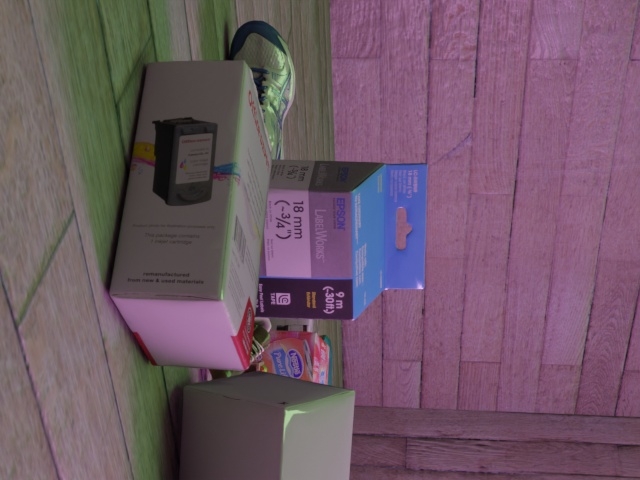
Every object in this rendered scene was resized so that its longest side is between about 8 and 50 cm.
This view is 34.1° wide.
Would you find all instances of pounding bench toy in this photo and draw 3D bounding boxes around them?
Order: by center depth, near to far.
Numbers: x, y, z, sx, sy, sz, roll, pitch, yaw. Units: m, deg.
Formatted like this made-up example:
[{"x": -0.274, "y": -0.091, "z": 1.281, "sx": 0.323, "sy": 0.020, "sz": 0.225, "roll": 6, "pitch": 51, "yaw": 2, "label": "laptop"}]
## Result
[{"x": -0.125, "y": 0.235, "z": 1.818, "sx": 0.083, "sy": 0.065, "sz": 0.052, "roll": 29, "pitch": 62, "yaw": -84, "label": "pounding bench toy"}]

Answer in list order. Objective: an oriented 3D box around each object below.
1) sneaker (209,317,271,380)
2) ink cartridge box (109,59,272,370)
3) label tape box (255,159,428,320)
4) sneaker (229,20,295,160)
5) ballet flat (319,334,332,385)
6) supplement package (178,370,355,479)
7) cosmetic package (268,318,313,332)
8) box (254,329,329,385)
[{"x": -0.122, "y": 0.164, "z": 1.647, "sx": 0.064, "sy": 0.086, "sz": 0.192, "roll": 61, "pitch": 10, "yaw": -10, "label": "sneaker"}, {"x": -0.143, "y": -0.026, "z": 1.237, "sx": 0.226, "sy": 0.131, "sz": 0.306, "roll": 80, "pitch": 11, "yaw": -62, "label": "ink cartridge box"}, {"x": 0.000, "y": 0.000, "z": 1.656, "sx": 0.106, "sy": 0.334, "sz": 0.240, "roll": -79, "pitch": 169, "yaw": -59, "label": "label tape box"}, {"x": -0.102, "y": -0.208, "z": 1.711, "sx": 0.131, "sy": 0.112, "sz": 0.296, "roll": -67, "pitch": 157, "yaw": -74, "label": "sneaker"}, {"x": -0.050, "y": 0.381, "z": 2.299, "sx": 0.147, "sy": 0.147, "sz": 0.408, "roll": 84, "pitch": 7, "yaw": -52, "label": "ballet flat"}, {"x": -0.076, "y": 0.344, "z": 1.437, "sx": 0.175, "sy": 0.178, "sz": 0.292, "roll": -2, "pitch": 98, "yaw": -55, "label": "supplement package"}, {"x": -0.068, "y": 0.207, "z": 2.242, "sx": 0.060, "sy": 0.099, "sz": 0.239, "roll": 48, "pitch": 43, "yaw": -78, "label": "cosmetic package"}, {"x": -0.066, "y": 0.264, "z": 2.035, "sx": 0.300, "sy": 0.142, "sz": 0.154, "roll": 66, "pitch": 27, "yaw": -77, "label": "box"}]
